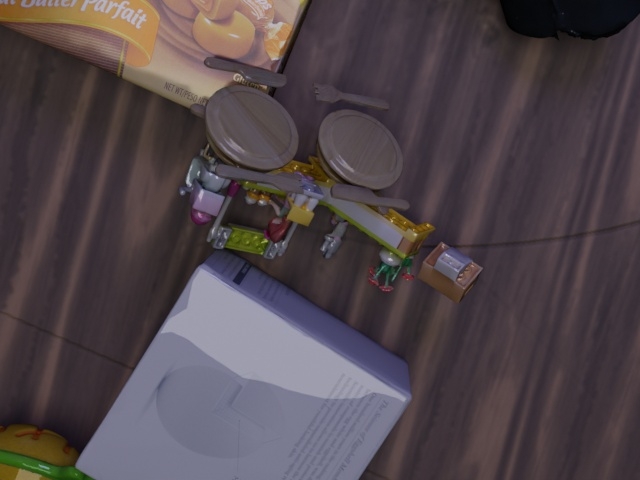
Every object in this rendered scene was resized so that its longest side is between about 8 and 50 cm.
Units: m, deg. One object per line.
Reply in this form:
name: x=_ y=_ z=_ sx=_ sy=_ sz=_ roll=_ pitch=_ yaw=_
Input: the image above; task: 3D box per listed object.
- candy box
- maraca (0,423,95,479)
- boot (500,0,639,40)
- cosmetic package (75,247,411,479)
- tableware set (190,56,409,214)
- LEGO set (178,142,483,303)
candy box: x=-0.168 y=-0.244 z=1.069 sx=0.316 sy=0.087 sz=0.183 roll=24 pitch=99 yaw=-1
maraca: x=-0.269 y=0.231 z=1.124 sx=0.185 sy=0.127 sz=0.099 roll=5 pitch=64 yaw=22
boot: x=0.240 y=-0.273 z=0.975 sx=0.246 sy=0.094 sz=0.207 roll=-4 pitch=138 yaw=34
cosmetic package: x=-0.067 y=0.162 z=1.101 sx=0.224 sy=0.138 sz=0.224 roll=33 pitch=99 yaw=-1
tableware set: x=-0.017 y=-0.082 z=1.028 sx=0.194 sy=0.128 sz=0.039 roll=10 pitch=144 yaw=-27
LEGO set: x=0.000 y=0.000 z=1.090 sx=0.287 sy=0.132 sz=0.107 roll=22 pitch=111 yaw=-14
